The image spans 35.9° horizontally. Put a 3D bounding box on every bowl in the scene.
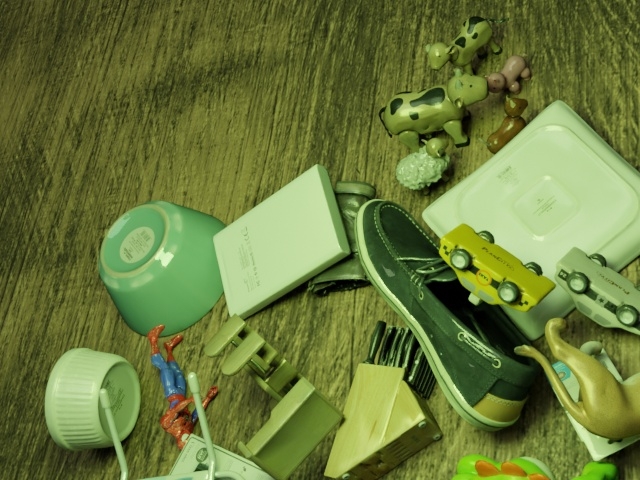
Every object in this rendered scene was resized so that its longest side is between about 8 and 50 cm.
[{"bbox_3d":[-0.359,0.035,2.150,0.311,0.163,0.311,-16,53,22],"label":"bowl"}]

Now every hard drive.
[{"bbox_3d":[-0.086,0.008,2.008,0.307,0.040,0.203,-32,59,30],"label":"hard drive"}]

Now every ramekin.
[{"bbox_3d":[-0.451,0.323,1.995,0.109,0.207,0.207,0,60,21],"label":"ramekin"}]

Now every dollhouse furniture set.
[{"bbox_3d":[-0.098,0.290,1.762,0.161,0.212,0.242,-47,37,-6],"label":"dollhouse furniture set"}]

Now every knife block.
[{"bbox_3d":[0.099,0.277,1.763,0.276,0.088,0.242,-36,48,7],"label":"knife block"}]

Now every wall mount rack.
[{"bbox_3d":[-0.299,0.413,1.769,0.350,0.130,0.304,-13,55,24],"label":"wall mount rack"}]

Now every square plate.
[{"bbox_3d":[0.404,-0.052,1.782,0.347,0.049,0.344,-40,58,4],"label":"square plate"}]

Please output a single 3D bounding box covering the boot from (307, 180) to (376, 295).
[{"bbox_3d":[0.000,0.000,2.008,0.263,0.091,0.229,-7,65,35],"label":"boot"}]

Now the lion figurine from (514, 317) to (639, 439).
[{"bbox_3d":[0.501,0.233,1.470,0.392,0.142,0.240,-8,54,7],"label":"lion figurine"}]

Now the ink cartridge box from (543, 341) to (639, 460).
[{"bbox_3d":[0.446,0.265,1.576,0.104,0.060,0.180,-30,49,10],"label":"ink cartridge box"}]

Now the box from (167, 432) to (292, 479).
[{"bbox_3d":[-0.151,0.481,1.780,0.290,0.087,0.169,14,68,37],"label":"box"}]

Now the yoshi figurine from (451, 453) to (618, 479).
[{"bbox_3d":[0.374,0.426,1.477,0.362,0.203,0.203,15,103,24],"label":"yoshi figurine"}]

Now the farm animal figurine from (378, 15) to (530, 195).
[{"bbox_3d":[0.264,-0.293,1.978,0.327,0.172,0.330,-25,51,15],"label":"farm animal figurine"}]

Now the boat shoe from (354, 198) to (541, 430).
[{"bbox_3d":[0.221,0.093,1.725,0.156,0.187,0.500,-58,46,33],"label":"boat shoe"}]

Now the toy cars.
[{"bbox_3d":[0.372,0.080,1.617,0.176,0.394,0.087,-96,22,-52],"label":"toy cars"}]

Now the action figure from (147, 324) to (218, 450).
[{"bbox_3d":[-0.266,0.282,1.976,0.139,0.091,0.280,-33,48,21],"label":"action figure"}]
